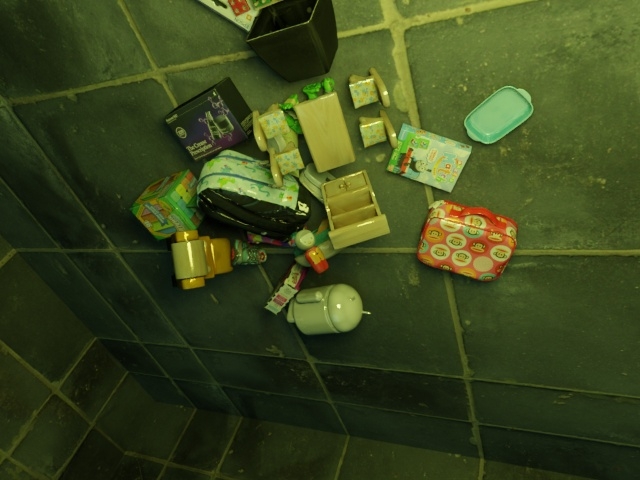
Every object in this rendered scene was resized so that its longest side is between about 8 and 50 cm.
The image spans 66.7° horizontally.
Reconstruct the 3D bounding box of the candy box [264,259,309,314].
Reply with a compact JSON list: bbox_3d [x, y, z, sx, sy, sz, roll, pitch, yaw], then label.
[{"bbox_3d":[-0.139,0.189,2.035,0.071,0.159,0.233,32,137,-6],"label":"candy box"}]

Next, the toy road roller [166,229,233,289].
[{"bbox_3d":[-0.443,0.064,1.846,0.329,0.241,0.202,172,90,-69],"label":"toy road roller"}]

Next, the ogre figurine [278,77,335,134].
[{"bbox_3d":[-0.033,-0.392,1.449,0.118,0.197,0.097,54,176,-41],"label":"ogre figurine"}]

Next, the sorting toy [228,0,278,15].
[{"bbox_3d":[-0.150,-0.651,1.212,0.274,0.046,0.132,-6,131,27],"label":"sorting toy"}]

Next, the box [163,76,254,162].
[{"bbox_3d":[-0.356,-0.389,1.593,0.261,0.103,0.184,-15,119,36],"label":"box"}]

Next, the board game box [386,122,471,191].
[{"bbox_3d":[0.324,-0.247,1.470,0.211,0.039,0.160,19,137,5],"label":"board game box"}]

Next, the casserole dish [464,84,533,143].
[{"bbox_3d":[0.477,-0.341,1.306,0.114,0.037,0.188,37,137,-13],"label":"casserole dish"}]

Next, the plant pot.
[{"bbox_3d":[-0.052,-0.526,1.269,0.187,0.188,0.167,-5,142,28],"label":"plant pot"}]

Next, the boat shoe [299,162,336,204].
[{"bbox_3d":[0.039,-0.158,1.666,0.258,0.095,0.084,44,140,-5],"label":"boat shoe"}]

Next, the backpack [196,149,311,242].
[{"bbox_3d":[-0.242,-0.149,1.651,0.356,0.273,0.290,4,160,-22],"label":"backpack"}]

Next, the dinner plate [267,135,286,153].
[{"bbox_3d":[-0.157,-0.317,1.591,0.141,0.017,0.141,40,151,28],"label":"dinner plate"}]

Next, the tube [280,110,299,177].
[{"bbox_3d":[-0.106,-0.309,1.596,0.062,0.070,0.240,-15,144,-17],"label":"tube"}]

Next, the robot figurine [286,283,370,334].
[{"bbox_3d":[0.029,0.288,2.026,0.353,0.199,0.300,-13,146,34],"label":"robot figurine"}]

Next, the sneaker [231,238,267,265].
[{"bbox_3d":[-0.277,0.049,1.944,0.125,0.262,0.104,5,93,4],"label":"sneaker"}]

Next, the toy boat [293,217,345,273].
[{"bbox_3d":[0.000,0.000,1.678,0.267,0.318,0.148,-30,97,18],"label":"toy boat"}]

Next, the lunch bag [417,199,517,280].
[{"bbox_3d":[0.475,-0.009,1.579,0.293,0.120,0.258,17,137,9],"label":"lunch bag"}]

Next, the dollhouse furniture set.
[{"bbox_3d":[0.047,-0.212,1.380,0.362,0.256,0.394,-18,131,5],"label":"dollhouse furniture set"}]

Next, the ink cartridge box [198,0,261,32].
[{"bbox_3d":[-0.238,-0.701,1.267,0.223,0.045,0.224,30,137,-8],"label":"ink cartridge box"}]

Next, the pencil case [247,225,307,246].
[{"bbox_3d":[-0.169,-0.026,1.879,0.236,0.104,0.104,6,135,20],"label":"pencil case"}]

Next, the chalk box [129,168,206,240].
[{"bbox_3d":[-0.549,-0.143,1.879,0.289,0.180,0.179,-13,126,33],"label":"chalk box"}]
